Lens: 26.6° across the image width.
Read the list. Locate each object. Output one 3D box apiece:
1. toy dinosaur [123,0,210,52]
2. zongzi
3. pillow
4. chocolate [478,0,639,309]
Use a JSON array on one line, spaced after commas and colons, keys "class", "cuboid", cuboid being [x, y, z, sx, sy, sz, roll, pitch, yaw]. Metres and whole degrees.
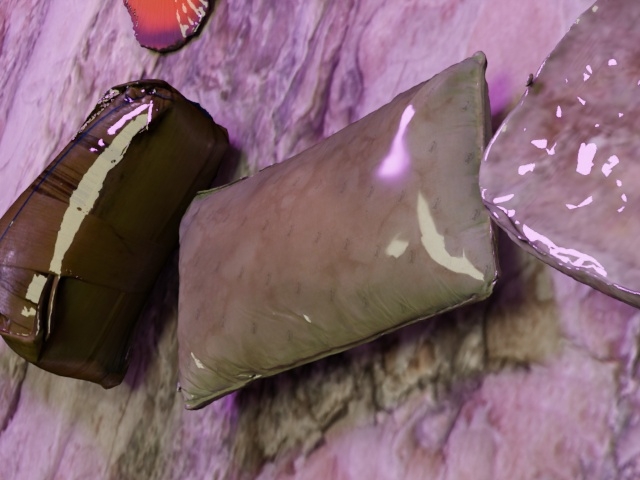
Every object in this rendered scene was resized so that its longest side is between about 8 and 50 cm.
[{"class": "toy dinosaur", "cuboid": [-0.115, -0.241, 1.204, 0.286, 0.070, 0.139, 1, 84, 43]}, {"class": "zongzi", "cuboid": [-0.223, -0.028, 1.173, 0.289, 0.123, 0.260, 22, 85, 53]}, {"class": "pillow", "cuboid": [0.000, 0.000, 0.957, 0.302, 0.075, 0.185, -25, 54, 36]}, {"class": "chocolate", "cuboid": [0.227, -0.027, 0.716, 0.303, 0.100, 0.185, 34, 88, 45]}]
